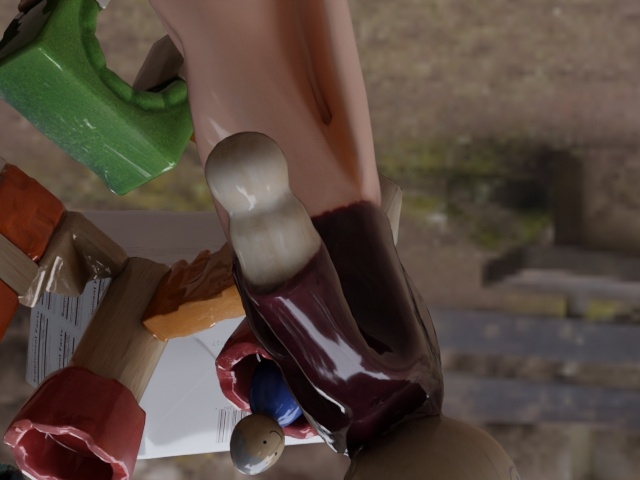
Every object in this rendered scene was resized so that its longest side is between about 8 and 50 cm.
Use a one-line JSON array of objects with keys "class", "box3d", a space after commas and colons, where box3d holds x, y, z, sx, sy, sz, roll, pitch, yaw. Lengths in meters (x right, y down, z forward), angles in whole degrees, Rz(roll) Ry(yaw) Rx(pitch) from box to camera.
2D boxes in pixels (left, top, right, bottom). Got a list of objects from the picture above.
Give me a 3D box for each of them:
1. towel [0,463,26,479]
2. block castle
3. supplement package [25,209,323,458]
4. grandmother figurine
[{"class": "towel", "box3d": [-0.398, 0.252, 1.705, 0.271, 0.040, 0.370, 15, 146, -6]}, {"class": "block castle", "box3d": [-0.203, -0.033, 1.118, 0.453, 0.213, 0.303, 42, 140, -25]}, {"class": "supplement package", "box3d": [-0.108, 0.070, 1.577, 0.194, 0.149, 0.203, -1, -166, -30]}, {"class": "grandmother figurine", "box3d": [0.000, 0.000, 0.738, 0.104, 0.342, 0.208, -25, 169, 15]}]
